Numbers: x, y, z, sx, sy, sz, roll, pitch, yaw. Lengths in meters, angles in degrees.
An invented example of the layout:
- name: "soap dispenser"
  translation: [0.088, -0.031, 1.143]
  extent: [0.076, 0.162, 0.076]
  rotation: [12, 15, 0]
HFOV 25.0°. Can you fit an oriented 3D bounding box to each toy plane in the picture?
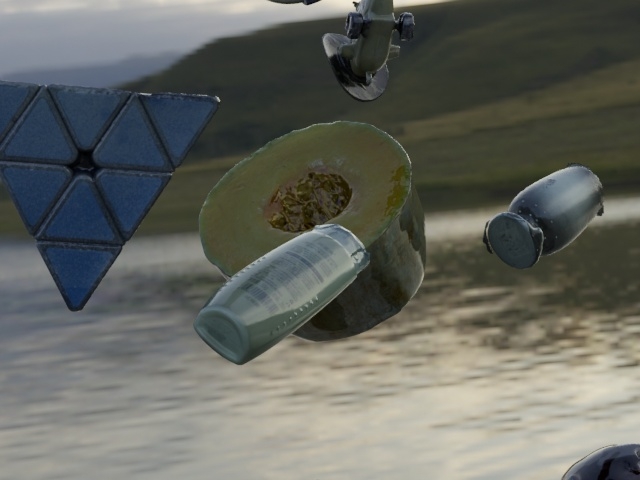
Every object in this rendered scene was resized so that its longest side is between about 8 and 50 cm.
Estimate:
- name: "toy plane"
  translation: [0.080, -0.336, 1.945]
  extent: [0.092, 0.108, 0.286]
  rotation: [-1, -42, -12]

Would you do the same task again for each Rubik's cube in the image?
- name: "Rubik's cube"
  translation: [-0.287, -0.097, 1.768]
  extent: [0.228, 0.229, 0.233]
  rotation: [34, 44, 24]

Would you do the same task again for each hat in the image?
- name: "hat"
  translation: [0.057, -0.260, 2.069]
  extent: [0.121, 0.121, 0.050]
  rotation: [-7, -21, -44]

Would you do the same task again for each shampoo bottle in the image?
- name: "shampoo bottle"
  translation: [-0.029, 0.043, 1.280]
  extent: [0.072, 0.049, 0.212]
  rotation: [36, 34, 16]

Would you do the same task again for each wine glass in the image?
- name: "wine glass"
  translation: [0.356, -0.039, 2.259]
  extent: [0.204, 0.111, 0.111]
  rotation: [-31, 18, -37]

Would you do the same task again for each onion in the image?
- name: "onion"
  translation: [0.485, 0.451, 2.243]
  extent: [0.273, 0.285, 0.273]
  rotation: [20, 19, -7]

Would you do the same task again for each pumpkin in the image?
- name: "pumpkin"
  translation: [0.000, 0.000, 2.182]
  extent: [0.332, 0.199, 0.332]
  rotation: [-11, 44, 11]

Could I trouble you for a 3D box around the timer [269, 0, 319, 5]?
- name: "timer"
  translation: [-0.061, -0.400, 1.357]
  extent: [0.270, 0.384, 0.270]
  rotation: [-12, 36, 9]
